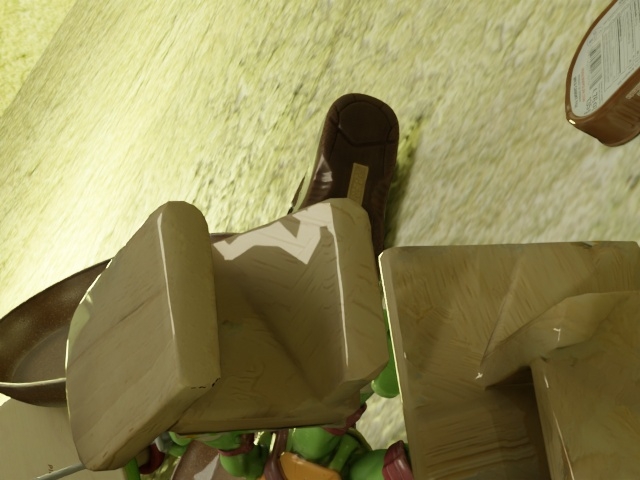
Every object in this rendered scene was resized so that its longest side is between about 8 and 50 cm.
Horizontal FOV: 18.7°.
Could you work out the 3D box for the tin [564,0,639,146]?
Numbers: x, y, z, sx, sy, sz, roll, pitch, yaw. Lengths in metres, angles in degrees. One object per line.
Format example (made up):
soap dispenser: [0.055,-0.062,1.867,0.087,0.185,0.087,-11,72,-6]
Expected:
tin: [0.229,-0.141,1.309,0.189,0.040,0.106,-48,30,40]

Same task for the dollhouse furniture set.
dollhouse furniture set: [0.094,0.200,0.782,0.256,0.362,0.394,135,130,-61]

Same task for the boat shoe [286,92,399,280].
boat shoe: [0.008,0.003,1.654,0.095,0.095,0.257,121,172,-61]

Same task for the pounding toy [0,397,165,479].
pounding toy: [-0.237,0.238,1.936,0.110,0.183,0.237,-28,-32,-52]

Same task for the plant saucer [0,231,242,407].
plant saucer: [-0.184,0.080,1.871,0.310,0.050,0.310,-18,19,7]

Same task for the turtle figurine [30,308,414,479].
turtle figurine: [-0.017,0.184,1.323,0.266,0.275,0.198,-42,63,40]

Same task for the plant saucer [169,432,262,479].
plant saucer: [-0.086,0.218,1.693,0.198,0.036,0.198,-53,22,33]
